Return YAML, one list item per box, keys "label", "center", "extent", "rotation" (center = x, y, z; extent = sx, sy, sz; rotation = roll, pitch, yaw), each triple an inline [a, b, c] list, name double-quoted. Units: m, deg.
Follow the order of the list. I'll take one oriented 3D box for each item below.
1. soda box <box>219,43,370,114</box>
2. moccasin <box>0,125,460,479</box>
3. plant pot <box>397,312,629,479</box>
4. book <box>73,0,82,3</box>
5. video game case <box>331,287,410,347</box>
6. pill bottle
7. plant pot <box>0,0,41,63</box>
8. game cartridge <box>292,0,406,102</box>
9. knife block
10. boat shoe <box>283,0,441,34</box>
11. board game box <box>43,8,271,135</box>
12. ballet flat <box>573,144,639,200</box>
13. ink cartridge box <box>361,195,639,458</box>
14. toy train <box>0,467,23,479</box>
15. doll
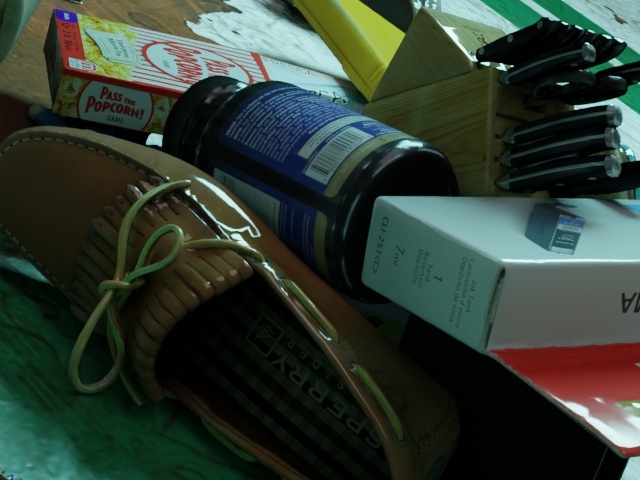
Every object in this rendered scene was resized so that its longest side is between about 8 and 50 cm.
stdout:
- label: "soda box"
  center: [-0.029, -0.143, 1.673]
  extent: [0.183, 0.058, 0.063]
  rotation: [12, 26, -33]
- label: "moccasin"
  center: [-0.084, 0.054, 1.093]
  extent: [0.380, 0.139, 0.147]
  rotation: [43, 16, 13]
- label: "plant pot"
  center: [0.143, 0.108, 1.171]
  extent: [0.167, 0.187, 0.188]
  rotation: [24, 20, 16]
- label: "book"
  center: [-0.312, -0.310, 1.754]
  extent: [0.096, 0.035, 0.144]
  rotation: [10, 27, -30]
- label: "video game case"
  center: [0.000, 0.000, 1.382]
  extent: [0.244, 0.061, 0.269]
  rotation: [23, 22, -10]
- label: "pill bottle"
  center: [-0.015, -0.047, 1.201]
  extent: [0.122, 0.123, 0.219]
  rotation: [3, 19, -46]
- label: "plant pot"
  center: [-0.330, -0.279, 1.342]
  extent: [0.333, 0.334, 0.305]
  rotation: [22, 34, -14]
- label: "game cartridge"
  center: [0.122, -0.152, 1.802]
  extent: [0.285, 0.053, 0.324]
  rotation: [31, 18, -33]
- label: "knife block"
  center: [0.127, -0.051, 1.212]
  extent: [0.088, 0.276, 0.242]
  rotation: [11, 32, -35]
- label: "boat shoe"
  center: [0.010, -0.321, 2.054]
  extent: [0.130, 0.132, 0.355]
  rotation: [-4, 28, -37]
- label: "board game box"
  center: [-0.137, -0.136, 1.409]
  extent: [0.193, 0.045, 0.147]
  rotation: [11, 24, -19]
- label: "ballet flat"
  center: [0.181, 0.011, 1.339]
  extent: [0.123, 0.123, 0.348]
  rotation: [31, -13, 9]
- label: "ink cartridge box"
  center: [0.218, 0.041, 1.031]
  extent: [0.296, 0.066, 0.261]
  rotation: [-1, 20, -34]
- label: "toy train"
  center: [-0.127, 0.174, 0.895]
  extent: [0.158, 0.027, 0.036]
  rotation: [34, 19, 14]
- label: "doll"
  center: [-0.188, -0.099, 1.406]
  extent: [0.129, 0.046, 0.189]
  rotation: [17, 23, -2]
